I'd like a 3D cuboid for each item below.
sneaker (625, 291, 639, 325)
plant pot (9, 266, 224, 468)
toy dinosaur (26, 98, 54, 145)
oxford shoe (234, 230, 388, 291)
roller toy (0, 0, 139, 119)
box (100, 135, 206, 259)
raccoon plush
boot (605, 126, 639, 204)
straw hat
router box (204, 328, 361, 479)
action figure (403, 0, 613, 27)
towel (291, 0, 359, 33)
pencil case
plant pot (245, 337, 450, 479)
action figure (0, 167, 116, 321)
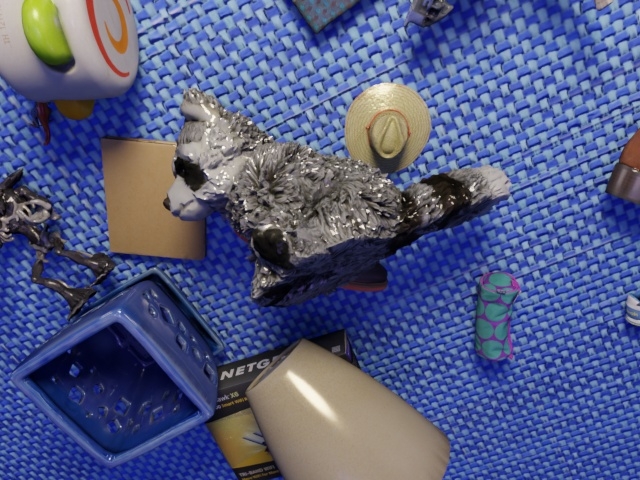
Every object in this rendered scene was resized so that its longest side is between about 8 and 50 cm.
[{"bbox_3d":[0.601,0.100,0.901,0.144,0.053,0.059,-20,111,9],"label":"sneaker"},{"bbox_3d":[-0.311,0.195,0.880,0.236,0.212,0.236,-30,110,14],"label":"plant pot"},{"bbox_3d":[-0.410,-0.205,0.779,0.090,0.047,0.082,54,138,10],"label":"toy dinosaur"},{"bbox_3d":[0.000,0.000,0.849,0.271,0.097,0.098,24,107,-9],"label":"oxford shoe"},{"bbox_3d":[-0.336,-0.278,0.675,0.146,0.209,0.191,-4,76,3],"label":"roller toy"},{"bbox_3d":[-0.272,-0.066,0.863,0.164,0.021,0.201,5,115,-1],"label":"box"},{"bbox_3d":[0.004,-0.096,0.759,0.446,0.299,0.216,-16,158,-24],"label":"raccoon plush"},{"bbox_3d":[0.601,-0.163,0.778,0.264,0.096,0.281,20,107,1],"label":"boot"},{"bbox_3d":[0.103,-0.159,0.788,0.144,0.061,0.145,1,115,2],"label":"straw hat"},{"bbox_3d":[-0.055,0.328,1.007,0.308,0.081,0.243,-19,112,10],"label":"router box"},{"bbox_3d":[0.230,-0.411,0.619,0.330,0.179,0.341,25,139,-7],"label":"action figure"},{"bbox_3d":[-0.006,-0.497,0.648,0.271,0.040,0.370,-32,111,15],"label":"towel"},{"bbox_3d":[0.310,0.135,0.917,0.070,0.064,0.152,9,118,25],"label":"pencil case"},{"bbox_3d":[0.017,0.300,0.833,0.256,0.256,0.274,-43,90,18],"label":"plant pot"},{"bbox_3d":[-0.471,-0.004,0.829,0.275,0.141,0.164,39,94,-11],"label":"action figure"}]
